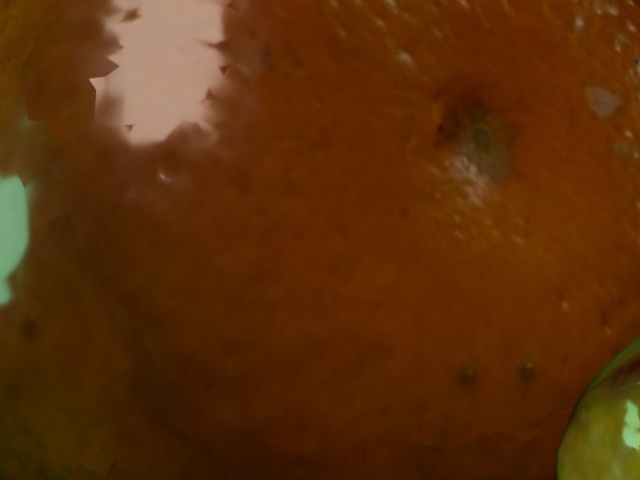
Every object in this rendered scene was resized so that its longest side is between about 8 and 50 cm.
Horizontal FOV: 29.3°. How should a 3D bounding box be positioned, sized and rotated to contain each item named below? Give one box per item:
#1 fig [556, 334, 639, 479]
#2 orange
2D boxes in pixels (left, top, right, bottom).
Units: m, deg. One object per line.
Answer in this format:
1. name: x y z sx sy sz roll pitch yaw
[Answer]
1. fig: 0.246 0.105 0.457 0.326 0.258 0.258 14 35 -10
2. orange: 0.000 0.000 0.641 0.424 0.424 0.326 -43 2 -31
